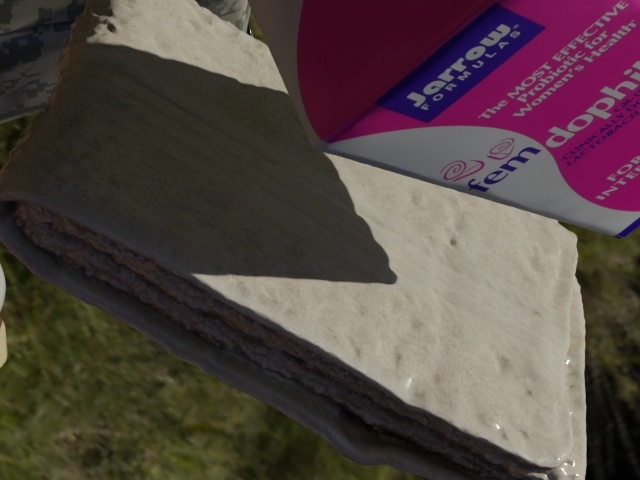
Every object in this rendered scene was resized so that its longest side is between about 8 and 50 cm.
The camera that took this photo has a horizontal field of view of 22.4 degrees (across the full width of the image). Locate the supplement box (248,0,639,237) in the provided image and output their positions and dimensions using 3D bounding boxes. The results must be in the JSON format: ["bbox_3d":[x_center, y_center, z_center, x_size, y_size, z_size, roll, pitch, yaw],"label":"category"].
[{"bbox_3d":[0.082,-0.088,0.619,0.111,0.114,0.220,-38,149,28],"label":"supplement box"}]

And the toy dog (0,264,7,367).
[{"bbox_3d":[-0.378,0.059,1.262,0.333,0.161,0.220,-27,114,-16],"label":"toy dog"}]

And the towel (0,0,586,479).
[{"bbox_3d":[0.000,0.000,0.719,0.282,0.187,0.049,31,125,-15],"label":"towel"}]

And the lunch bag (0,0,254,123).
[{"bbox_3d":[-0.202,-0.204,1.218,0.305,0.213,0.256,-12,137,-10],"label":"lunch bag"}]
